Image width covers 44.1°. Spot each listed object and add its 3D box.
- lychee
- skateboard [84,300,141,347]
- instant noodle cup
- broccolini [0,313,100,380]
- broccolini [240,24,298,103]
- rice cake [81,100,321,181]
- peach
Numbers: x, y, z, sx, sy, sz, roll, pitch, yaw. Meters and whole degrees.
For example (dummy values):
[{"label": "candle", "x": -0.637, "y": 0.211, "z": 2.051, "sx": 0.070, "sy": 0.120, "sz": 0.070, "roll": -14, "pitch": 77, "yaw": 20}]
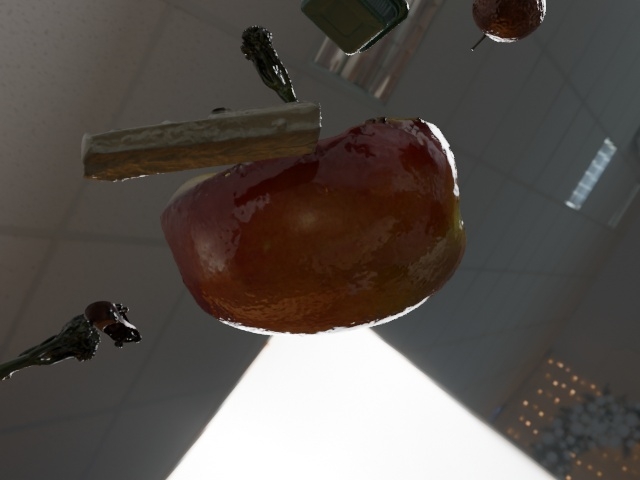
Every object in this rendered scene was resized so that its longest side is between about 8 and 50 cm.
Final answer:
[{"label": "lychee", "x": 0.275, "y": -0.348, "z": 1.183, "sx": 0.140, "sy": 0.114, "sz": 0.101, "roll": -78, "pitch": -30, "yaw": -73}, {"label": "skateboard", "x": -0.383, "y": 0.147, "z": 1.460, "sx": 0.067, "sy": 0.080, "sz": 0.151, "roll": -24, "pitch": -28, "yaw": 3}, {"label": "instant noodle cup", "x": 0.048, "y": -0.416, "z": 1.406, "sx": 0.157, "sy": 0.179, "sz": 0.070, "roll": -29, "pitch": 27, "yaw": 48}, {"label": "broccolini", "x": -0.274, "y": 0.109, "z": 0.651, "sx": 0.218, "sy": 0.042, "sz": 0.044, "roll": -19, "pitch": -71, "yaw": -49}, {"label": "broccolini", "x": -0.092, "y": -0.308, "z": 1.466, "sx": 0.068, "sy": 0.203, "sz": 0.091, "roll": -18, "pitch": -15, "yaw": -28}, {"label": "rice cake", "x": -0.119, "y": -0.106, "z": 0.822, "sx": 0.256, "sy": 0.057, "sz": 0.052, "roll": -8, "pitch": -57, "yaw": -8}, {"label": "peach", "x": 0.000, "y": 0.000, "z": 1.029, "sx": 0.380, "sy": 0.243, "sz": 0.306, "roll": -12, "pitch": -10, "yaw": 7}]
